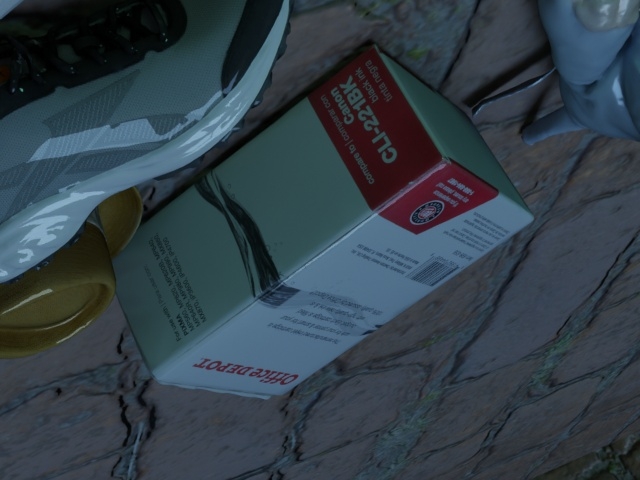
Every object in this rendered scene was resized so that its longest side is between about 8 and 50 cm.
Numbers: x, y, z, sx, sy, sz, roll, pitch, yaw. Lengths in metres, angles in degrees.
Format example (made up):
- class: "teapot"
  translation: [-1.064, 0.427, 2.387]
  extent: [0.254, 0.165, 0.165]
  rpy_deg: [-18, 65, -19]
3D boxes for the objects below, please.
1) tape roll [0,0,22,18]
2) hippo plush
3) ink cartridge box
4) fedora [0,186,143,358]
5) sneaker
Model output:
- class: "tape roll"
  translation: [-0.165, -0.128, 0.363]
  extent: [0.392, 0.072, 0.392]
  rpy_deg: [-39, -179, 1]
- class: "hippo plush"
  translation: [0.275, -0.100, 0.874]
  extent: [0.294, 0.236, 0.234]
  rpy_deg: [-39, 154, 22]
- class: "ink cartridge box"
  translation: [0.000, 0.000, 0.926]
  extent: [0.273, 0.114, 0.197]
  rpy_deg: [-37, 155, 16]
- class: "fedora"
  translation: [-0.202, 0.025, 0.806]
  extent: [0.194, 0.079, 0.194]
  rpy_deg: [-23, 155, -11]
- class: "sneaker"
  translation: [-0.130, -0.080, 0.661]
  extent: [0.271, 0.100, 0.108]
  rpy_deg: [-36, 134, 6]
